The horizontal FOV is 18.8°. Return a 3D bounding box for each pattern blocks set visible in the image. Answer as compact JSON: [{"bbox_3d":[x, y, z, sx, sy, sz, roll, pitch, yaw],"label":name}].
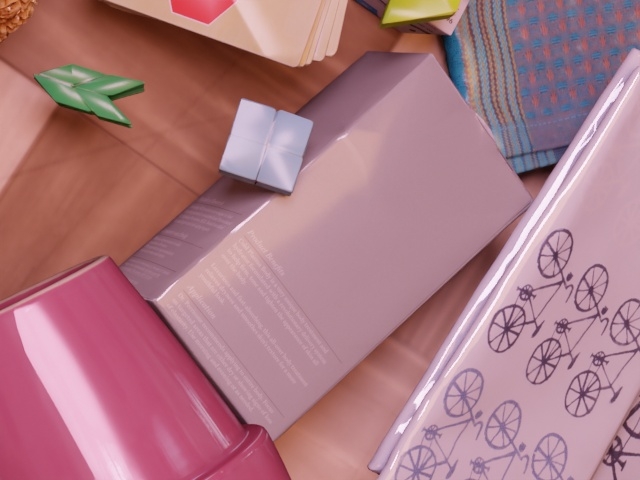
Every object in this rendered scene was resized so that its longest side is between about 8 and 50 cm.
[{"bbox_3d":[-0.045,-0.204,1.142,0.285,0.026,0.325,28,82,-2],"label":"pattern blocks set"}]

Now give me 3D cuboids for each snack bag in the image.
[{"bbox_3d":[0.212,0.093,1.292,0.342,0.037,0.323,39,80,-41],"label":"snack bag"}]

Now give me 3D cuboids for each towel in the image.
[{"bbox_3d":[0.190,-0.241,1.289,0.271,0.040,0.370,-13,102,-23],"label":"towel"}]

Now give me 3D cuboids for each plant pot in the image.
[{"bbox_3d":[-0.137,0.115,1.090,0.201,0.201,0.180,-27,94,-19],"label":"plant pot"}]

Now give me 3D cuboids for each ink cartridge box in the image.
[{"bbox_3d":[0.059,-0.152,1.215,0.048,0.083,0.028,30,83,-24],"label":"ink cartridge box"}]

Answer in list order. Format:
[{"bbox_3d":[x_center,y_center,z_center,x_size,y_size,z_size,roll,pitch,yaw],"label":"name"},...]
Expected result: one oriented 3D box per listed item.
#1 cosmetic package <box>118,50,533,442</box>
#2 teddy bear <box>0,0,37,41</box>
[{"bbox_3d":[0.000,0.000,1.200,0.238,0.107,0.127,-41,111,-18],"label":"cosmetic package"},{"bbox_3d":[-0.292,-0.210,1.013,0.245,0.113,0.338,-42,106,-3],"label":"teddy bear"}]
